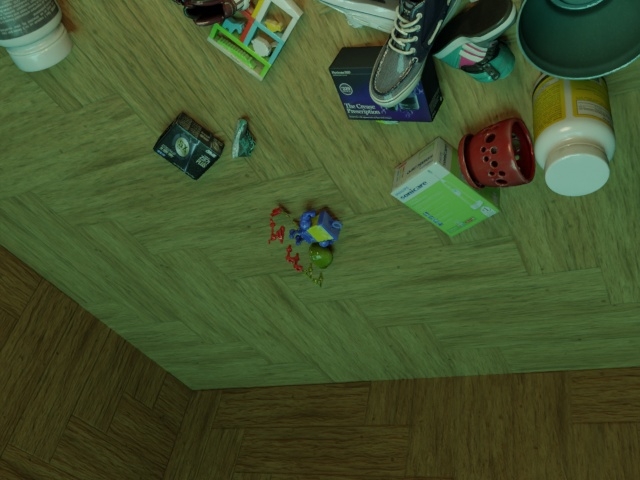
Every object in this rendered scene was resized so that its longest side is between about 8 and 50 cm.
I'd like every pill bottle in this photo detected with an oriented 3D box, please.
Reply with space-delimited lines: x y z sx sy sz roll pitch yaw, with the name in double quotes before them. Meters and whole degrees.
"pill bottle" -0.827 -0.651 1.597 0.204 0.204 0.361 1 140 16
"pill bottle" 0.634 -0.279 1.510 0.188 0.334 0.188 9 143 7

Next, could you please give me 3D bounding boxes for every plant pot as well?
"plant pot" 0.582 -0.533 1.315 0.293 0.196 0.293 9 143 7
"plant pot" 0.503 -0.238 1.725 0.174 0.191 0.191 -14 135 38

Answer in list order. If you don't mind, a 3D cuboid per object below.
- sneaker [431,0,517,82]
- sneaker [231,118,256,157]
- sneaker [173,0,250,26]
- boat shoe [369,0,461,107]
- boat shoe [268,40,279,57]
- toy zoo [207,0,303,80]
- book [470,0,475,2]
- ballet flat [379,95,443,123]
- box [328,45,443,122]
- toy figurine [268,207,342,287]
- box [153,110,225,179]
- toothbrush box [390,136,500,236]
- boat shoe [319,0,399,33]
"sneaker" 0.415 -0.473 1.455 0.178 0.124 0.295 24 174 -20
"sneaker" -0.245 -0.332 1.956 0.076 0.065 0.166 4 148 -14
"sneaker" -0.330 -0.614 1.499 0.281 0.162 0.106 16 138 15
"boat shoe" 0.199 -0.485 1.396 0.127 0.340 0.158 32 -171 24
"boat shoe" -0.147 -0.528 1.681 0.100 0.035 0.035 -13 135 31
"toy zoo" -0.170 -0.583 1.588 0.192 0.030 0.293 36 139 -7
"book" 0.364 -0.634 1.391 0.096 0.035 0.144 -13 135 35
"ballet flat" 0.240 -0.374 1.723 0.231 0.077 0.077 -9 138 27
"box" 0.177 -0.421 1.615 0.261 0.103 0.184 9 143 32
"toy figurine" 0.000 0.000 2.198 0.217 0.191 0.362 -20 133 29
"box" -0.435 -0.310 1.989 0.180 0.077 0.147 37 125 -24
"toothbrush box" 0.399 -0.163 1.908 0.283 0.122 0.206 31 140 -22
"boat shoe" 0.100 -0.572 1.499 0.258 0.095 0.084 17 138 -3
